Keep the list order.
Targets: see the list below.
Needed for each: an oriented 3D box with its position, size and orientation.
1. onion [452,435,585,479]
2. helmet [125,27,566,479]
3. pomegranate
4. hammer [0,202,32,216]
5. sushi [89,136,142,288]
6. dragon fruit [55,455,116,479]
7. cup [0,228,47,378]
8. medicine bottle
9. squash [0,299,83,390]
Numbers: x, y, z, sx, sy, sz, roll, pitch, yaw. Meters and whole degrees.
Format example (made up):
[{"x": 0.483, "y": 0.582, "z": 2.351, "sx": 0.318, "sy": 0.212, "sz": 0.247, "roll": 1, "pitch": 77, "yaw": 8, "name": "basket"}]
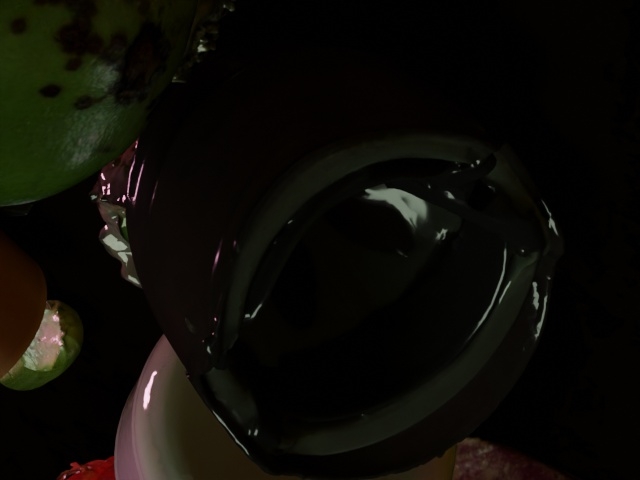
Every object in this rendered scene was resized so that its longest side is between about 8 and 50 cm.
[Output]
[{"x": 0.159, "y": 0.268, "z": 1.683, "sx": 0.247, "sy": 0.111, "sz": 0.250, "roll": 27, "pitch": 161, "yaw": -2, "name": "onion"}, {"x": 0.000, "y": 0.000, "z": 1.128, "sx": 0.177, "sy": 0.225, "sz": 0.305, "roll": 48, "pitch": 170, "yaw": 33, "name": "helmet"}, {"x": -0.166, "y": -0.133, "z": 0.997, "sx": 0.270, "sy": 0.254, "sz": 0.254, "roll": 7, "pitch": 166, "yaw": -22, "name": "pomegranate"}, {"x": -0.316, "y": -0.079, "z": 1.584, "sx": 0.062, "sy": 0.013, "sz": 0.199, "roll": 5, "pitch": 150, "yaw": 45, "name": "hammer"}, {"x": -0.037, "y": 0.002, "z": 1.300, "sx": 0.241, "sy": 0.107, "sz": 0.161, "roll": 32, "pitch": 161, "yaw": 4, "name": "sushi"}, {"x": -0.175, "y": 0.358, "z": 2.035, "sx": 0.302, "sy": 0.295, "sz": 0.295, "roll": 2, "pitch": 159, "yaw": -6, "name": "dragon fruit"}, {"x": -0.366, "y": 0.000, "z": 1.633, "sx": 0.264, "sy": 0.182, "sz": 0.226, "roll": 58, "pitch": -179, "yaw": -43, "name": "cup"}, {"x": -0.041, "y": 0.172, "z": 1.512, "sx": 0.241, "sy": 0.241, "sz": 0.302, "roll": 28, "pitch": 159, "yaw": -2, "name": "medicine bottle"}, {"x": -0.275, "y": 0.105, "z": 1.880, "sx": 0.069, "sy": 0.069, "sz": 0.239, "roll": 32, "pitch": 159, "yaw": -10, "name": "squash"}]
